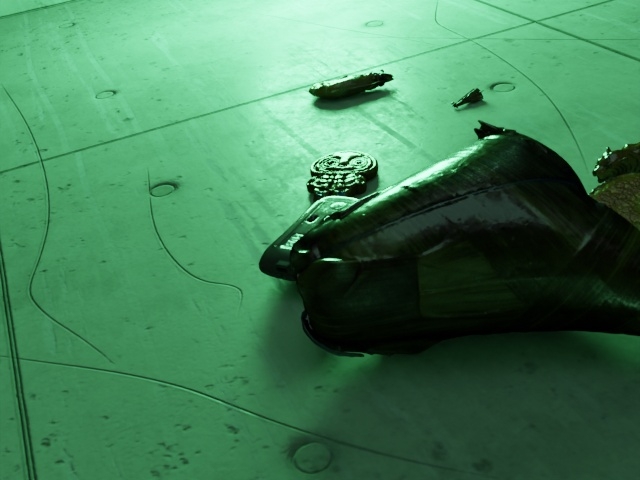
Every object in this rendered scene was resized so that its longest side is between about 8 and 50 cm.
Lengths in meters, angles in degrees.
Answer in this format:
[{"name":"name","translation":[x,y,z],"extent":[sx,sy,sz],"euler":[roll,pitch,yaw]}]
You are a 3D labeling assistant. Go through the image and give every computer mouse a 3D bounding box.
[{"name":"computer mouse","translation":[0.000,0.001,1.202],"extent":[0.120,0.057,0.232],"euler":[8,33,25]}]

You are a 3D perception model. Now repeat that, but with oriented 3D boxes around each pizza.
[{"name":"pizza","translation":[0.421,-0.019,1.126],"extent":[0.175,0.046,0.134],"euler":[-36,56,-16]}]

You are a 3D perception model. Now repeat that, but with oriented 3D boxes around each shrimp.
[{"name":"shrimp","translation":[0.067,-0.345,1.756],"extent":[0.190,0.042,0.101],"euler":[-10,24,0]}]

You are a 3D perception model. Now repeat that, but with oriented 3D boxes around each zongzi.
[{"name":"zongzi","translation":[0.210,0.069,0.936],"extent":[0.403,0.208,0.432],"euler":[-26,46,-19]}]

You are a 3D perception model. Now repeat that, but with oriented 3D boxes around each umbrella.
[{"name":"umbrella","translation":[0.300,-0.287,1.627],"extent":[0.083,0.020,0.031],"euler":[-26,75,-25]}]

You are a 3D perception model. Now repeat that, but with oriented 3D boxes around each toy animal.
[{"name":"toy animal","translation":[0.512,-0.119,1.226],"extent":[0.241,0.099,0.057],"euler":[-23,35,-20]}]

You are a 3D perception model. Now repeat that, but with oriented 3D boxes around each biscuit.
[{"name":"biscuit","translation":[0.037,-0.116,1.409],"extent":[0.124,0.026,0.175],"euler":[0,32,14]}]
